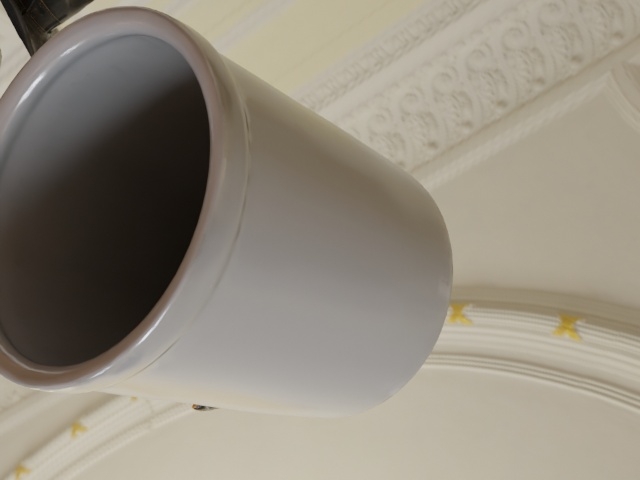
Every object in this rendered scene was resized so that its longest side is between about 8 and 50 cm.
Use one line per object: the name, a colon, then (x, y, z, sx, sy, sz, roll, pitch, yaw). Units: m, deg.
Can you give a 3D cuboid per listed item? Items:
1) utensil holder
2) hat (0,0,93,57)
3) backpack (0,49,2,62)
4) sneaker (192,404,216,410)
utensil holder: (-0.090, 0.002, 0.894, 0.327, 0.385, 0.328, -12, -110, 35)
hat: (-0.343, -0.371, 1.166, 0.133, 0.331, 0.331, -21, -133, -4)
backpack: (-0.569, -0.249, 1.228, 0.273, 0.355, 0.290, 6, -101, 21)
sneaker: (-0.194, 0.169, 1.401, 0.083, 0.215, 0.084, -24, -171, 6)
